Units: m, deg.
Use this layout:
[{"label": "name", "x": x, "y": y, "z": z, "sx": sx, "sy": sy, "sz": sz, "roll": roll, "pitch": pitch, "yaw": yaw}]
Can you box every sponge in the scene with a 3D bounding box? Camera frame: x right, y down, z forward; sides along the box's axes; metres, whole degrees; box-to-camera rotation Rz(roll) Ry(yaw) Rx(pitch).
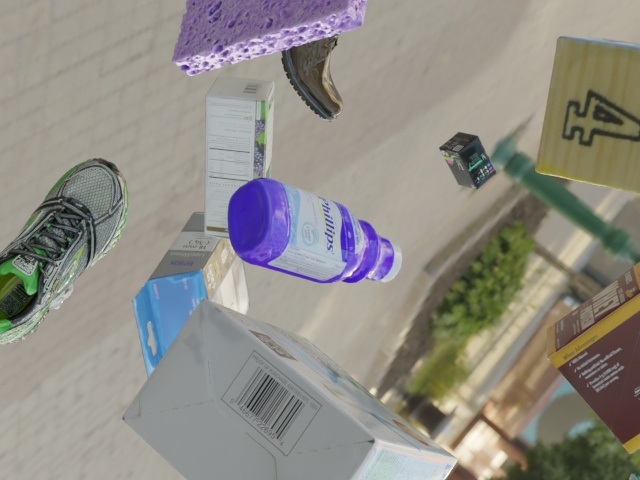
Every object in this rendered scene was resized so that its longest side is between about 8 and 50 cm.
[{"label": "sponge", "x": -0.047, "y": -0.237, "z": 1.107, "sx": 0.031, "sy": 0.210, "sz": 0.117, "roll": 43, "pitch": 47, "yaw": -45}]

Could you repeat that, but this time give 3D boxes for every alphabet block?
[{"label": "alphabet block", "x": 0.438, "y": -0.182, "z": 1.601, "sx": 0.192, "sy": 0.193, "sz": 0.197, "roll": -16, "pitch": 116, "yaw": -57}]

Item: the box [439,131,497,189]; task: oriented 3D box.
[{"label": "box", "x": 0.258, "y": -0.139, "z": 1.956, "sx": 0.052, "sy": 0.083, "sz": 0.062, "roll": -39, "pitch": -153, "yaw": -15}]

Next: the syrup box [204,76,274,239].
[{"label": "syrup box", "x": -0.127, "y": -0.125, "z": 1.739, "sx": 0.093, "sy": 0.096, "sz": 0.237, "roll": -75, "pitch": 169, "yaw": -63}]

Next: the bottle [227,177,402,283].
[{"label": "bottle", "x": 0.000, "y": 0.000, "z": 1.549, "sx": 0.092, "sy": 0.118, "sz": 0.283, "roll": -28, "pitch": 148, "yaw": 36}]

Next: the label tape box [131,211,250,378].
[{"label": "label tape box", "x": -0.248, "y": 0.127, "z": 2.243, "sx": 0.333, "sy": 0.106, "sz": 0.240, "roll": -65, "pitch": 154, "yaw": -55}]

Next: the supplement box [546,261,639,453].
[{"label": "supplement box", "x": 0.474, "y": 0.172, "z": 1.677, "sx": 0.191, "sy": 0.194, "sz": 0.129, "roll": -39, "pitch": -175, "yaw": 18}]

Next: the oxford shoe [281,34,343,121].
[{"label": "oxford shoe", "x": -0.008, "y": -0.273, "z": 1.575, "sx": 0.096, "sy": 0.227, "sz": 0.083, "roll": -16, "pitch": -155, "yaw": 18}]

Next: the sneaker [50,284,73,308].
[{"label": "sneaker", "x": -0.496, "y": 0.054, "z": 2.094, "sx": 0.292, "sy": 0.118, "sz": 0.110, "roll": -39, "pitch": 178, "yaw": 28}]

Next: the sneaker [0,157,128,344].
[{"label": "sneaker", "x": -0.416, "y": 0.023, "z": 1.734, "sx": 0.343, "sy": 0.134, "sz": 0.146, "roll": -56, "pitch": -177, "yaw": -3}]

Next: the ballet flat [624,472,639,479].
[{"label": "ballet flat", "x": 0.273, "y": 0.236, "z": 0.755, "sx": 0.096, "sy": 0.095, "sz": 0.280, "roll": -63, "pitch": -164, "yaw": -5}]

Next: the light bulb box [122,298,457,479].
[{"label": "light bulb box", "x": -0.036, "y": 0.302, "z": 1.693, "sx": 0.225, "sy": 0.358, "sz": 0.361, "roll": -55, "pitch": 153, "yaw": 3}]
